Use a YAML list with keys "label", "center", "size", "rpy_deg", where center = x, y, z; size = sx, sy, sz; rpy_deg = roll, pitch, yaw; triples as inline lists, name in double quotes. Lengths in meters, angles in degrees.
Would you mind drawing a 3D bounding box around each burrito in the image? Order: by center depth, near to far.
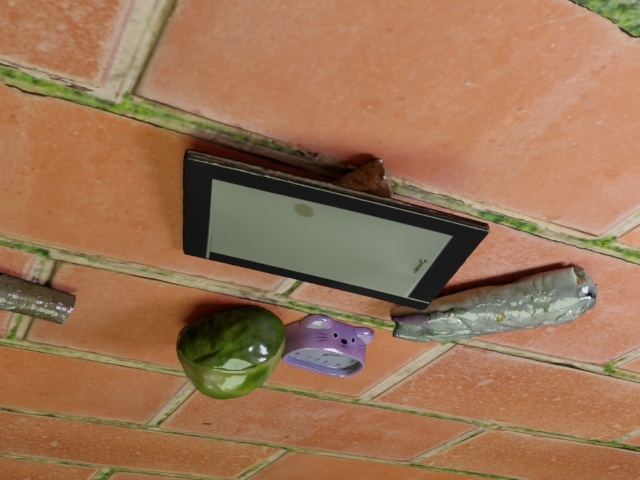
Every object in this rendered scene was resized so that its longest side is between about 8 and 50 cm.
- label: "burrito"
  center: [0.255, 0.103, 1.173]
  size: [0.309, 0.066, 0.096]
  rpy_deg: [-13, 141, 18]

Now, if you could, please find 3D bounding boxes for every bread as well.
- label: "bread"
  center: [0.027, -0.036, 0.958]
  size: [0.136, 0.054, 0.154]
  rpy_deg: [-3, 146, 10]

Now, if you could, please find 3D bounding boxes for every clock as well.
- label: "clock"
  center: [0.014, 0.176, 1.296]
  size: [0.152, 0.050, 0.110]
  rpy_deg: [19, 142, -29]

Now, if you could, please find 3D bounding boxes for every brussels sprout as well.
- label: "brussels sprout"
  center: [-0.142, 0.169, 1.207]
  size: [0.183, 0.145, 0.131]
  rpy_deg: [-18, 118, 16]

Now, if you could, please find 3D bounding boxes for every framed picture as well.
- label: "framed picture"
  center: [0.000, 0.000, 0.964]
  size: [0.347, 0.016, 0.265]
  rpy_deg: [14, 153, -3]

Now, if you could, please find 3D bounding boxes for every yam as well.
- label: "yam"
  center: [-0.426, 0.083, 1.136]
  size: [0.132, 0.054, 0.054]
  rpy_deg: [20, 142, -32]
